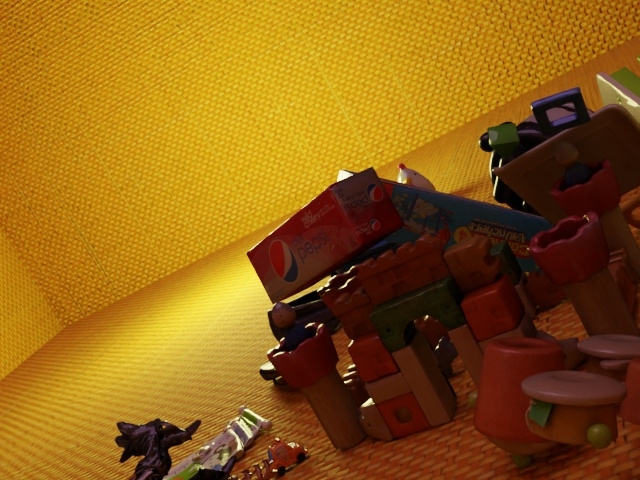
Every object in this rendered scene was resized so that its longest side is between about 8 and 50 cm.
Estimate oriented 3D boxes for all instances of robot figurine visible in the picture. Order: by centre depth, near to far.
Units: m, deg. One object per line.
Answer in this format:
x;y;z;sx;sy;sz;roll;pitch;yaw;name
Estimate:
0.412;-0.148;1.790;0.174;0.209;0.278;-35;-1;43;robot figurine

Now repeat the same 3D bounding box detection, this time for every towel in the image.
0.087;0.024;2.113;0.243;0.040;0.336;-21;0;-21;towel

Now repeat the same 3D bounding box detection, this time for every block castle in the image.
0.170;0.064;1.279;0.453;0.212;0.303;-24;11;26;block castle

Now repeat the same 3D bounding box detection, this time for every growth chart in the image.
-0.176;0.330;1.495;0.237;0.021;0.172;-34;11;-22;growth chart

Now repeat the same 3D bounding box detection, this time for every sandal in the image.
-0.056;0.219;1.639;0.090;0.060;0.219;-26;-7;-15;sandal

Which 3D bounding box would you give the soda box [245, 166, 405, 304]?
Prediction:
0.000;0.000;1.367;0.083;0.092;0.263;-24;-7;-34;soda box

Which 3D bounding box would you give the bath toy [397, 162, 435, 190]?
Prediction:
0.115;-0.074;2.464;0.348;0.129;0.151;-28;9;6;bath toy

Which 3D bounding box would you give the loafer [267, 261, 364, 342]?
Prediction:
0.034;0.099;1.866;0.303;0.095;0.109;-34;9;-25;loafer

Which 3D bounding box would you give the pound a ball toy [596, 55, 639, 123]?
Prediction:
0.584;-0.188;1.458;0.208;0.135;0.319;-32;37;1;pound a ball toy

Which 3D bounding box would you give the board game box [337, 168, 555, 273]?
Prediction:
0.186;-0.035;1.602;0.302;0.086;0.308;12;5;-7;board game box

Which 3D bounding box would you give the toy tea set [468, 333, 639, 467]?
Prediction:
0.255;0.169;0.886;0.200;0.124;0.336;0;5;-3;toy tea set

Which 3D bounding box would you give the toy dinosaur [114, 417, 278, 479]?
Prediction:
-0.190;0.345;1.217;0.322;0.164;0.218;-9;29;11;toy dinosaur

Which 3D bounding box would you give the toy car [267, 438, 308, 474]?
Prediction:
-0.047;0.286;1.277;0.060;0.040;0.122;-29;9;1;toy car

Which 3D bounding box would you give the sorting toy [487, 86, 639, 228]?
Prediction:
0.359;-0.105;1.360;0.196;0.348;0.047;-28;49;29;sorting toy
